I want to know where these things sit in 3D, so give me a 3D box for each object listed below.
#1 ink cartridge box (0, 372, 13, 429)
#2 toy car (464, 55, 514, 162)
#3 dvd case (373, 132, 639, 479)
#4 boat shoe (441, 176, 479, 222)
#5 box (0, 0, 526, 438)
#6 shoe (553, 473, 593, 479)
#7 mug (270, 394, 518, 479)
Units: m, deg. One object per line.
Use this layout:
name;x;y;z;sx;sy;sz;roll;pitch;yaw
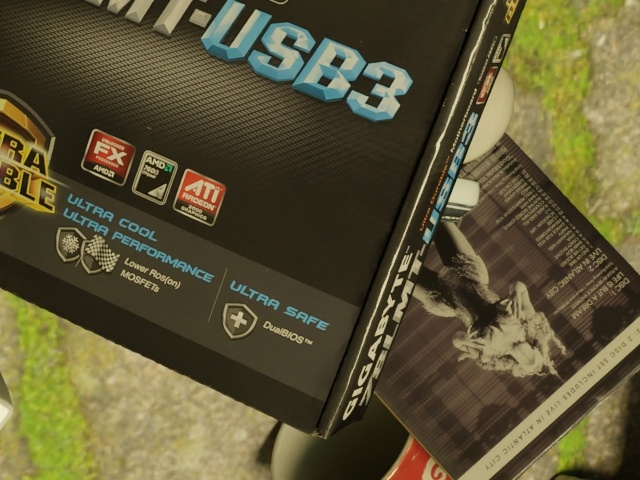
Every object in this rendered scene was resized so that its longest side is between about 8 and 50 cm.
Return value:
ink cartridge box;-0.289;0.078;1.034;0.208;0.087;0.153;37;91;-20
toy car;0.013;-0.102;1.120;0.182;0.159;0.136;7;141;-29
dvd case;0.081;0.024;1.179;0.164;0.018;0.221;-41;79;-7
boat shoe;0.000;0.000;1.151;0.183;0.065;0.083;0;91;1
box;-0.064;-0.094;1.003;0.293;0.295;0.073;-69;163;12
shoe;0.201;0.253;1.395;0.076;0.058;0.219;-36;127;-33
mug;0.077;0.148;1.256;0.150;0.113;0.169;-48;126;0
